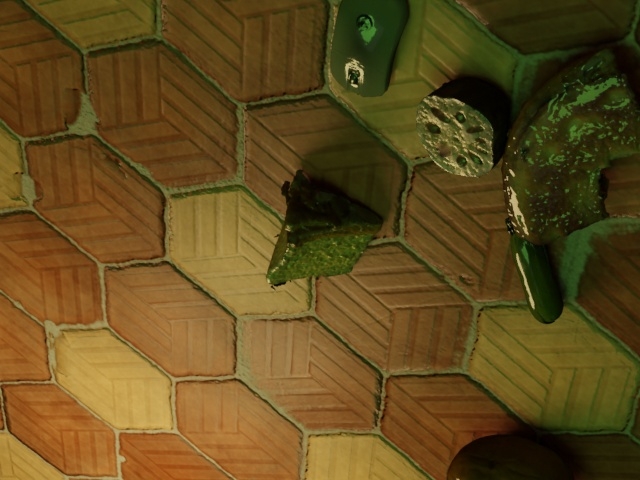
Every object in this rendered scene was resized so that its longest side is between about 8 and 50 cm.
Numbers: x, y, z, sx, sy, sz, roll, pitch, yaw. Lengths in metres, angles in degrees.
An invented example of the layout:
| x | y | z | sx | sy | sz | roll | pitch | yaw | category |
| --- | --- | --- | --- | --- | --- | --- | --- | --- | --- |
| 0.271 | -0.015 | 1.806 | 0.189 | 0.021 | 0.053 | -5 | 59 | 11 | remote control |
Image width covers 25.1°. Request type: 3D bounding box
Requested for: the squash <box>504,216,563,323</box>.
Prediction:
| x | y | z | sx | sy | sz | roll | pitch | yaw | category |
| --- | --- | --- | --- | --- | --- | --- | --- | --- | --- |
| 0.292 | 0.040 | 1.950 | 0.052 | 0.052 | 0.183 | 0 | 125 | 31 | squash |

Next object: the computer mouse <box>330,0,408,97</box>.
| x | y | z | sx | sy | sz | roll | pitch | yaw | category |
| --- | --- | --- | --- | --- | --- | --- | --- | --- | --- |
| 0.054 | -0.246 | 1.828 | 0.089 | 0.056 | 0.182 | 27 | 138 | 14 | computer mouse |

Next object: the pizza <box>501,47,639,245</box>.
| x | y | z | sx | sy | sz | roll | pitch | yaw | category |
| --- | --- | --- | --- | --- | --- | --- | --- | --- | --- |
| 0.309 | -0.112 | 1.769 | 0.161 | 0.086 | 0.305 | 18 | 131 | -2 | pizza |

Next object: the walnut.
| x | y | z | sx | sy | sz | roll | pitch | yaw | category |
| --- | --- | --- | --- | --- | --- | --- | --- | --- | --- |
| 0.292 | 0.381 | 2.178 | 0.207 | 0.167 | 0.167 | 16 | 135 | 21 | walnut |

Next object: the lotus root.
| x | y | z | sx | sy | sz | roll | pitch | yaw | category |
| --- | --- | --- | --- | --- | --- | --- | --- | --- | --- |
| 0.182 | -0.148 | 1.820 | 0.112 | 0.081 | 0.122 | 15 | 135 | 22 | lotus root |

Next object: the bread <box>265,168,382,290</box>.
| x | y | z | sx | sy | sz | roll | pitch | yaw | category |
| --- | --- | --- | --- | --- | --- | --- | --- | --- | --- |
| 0.000 | 0.000 | 2.057 | 0.152 | 0.127 | 0.147 | 17 | 138 | -7 | bread |
